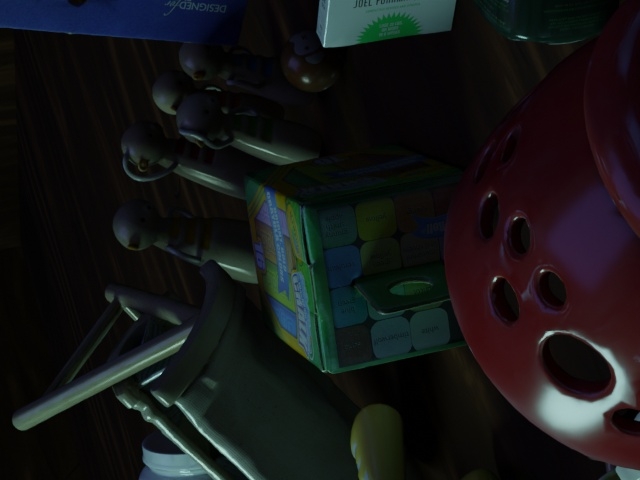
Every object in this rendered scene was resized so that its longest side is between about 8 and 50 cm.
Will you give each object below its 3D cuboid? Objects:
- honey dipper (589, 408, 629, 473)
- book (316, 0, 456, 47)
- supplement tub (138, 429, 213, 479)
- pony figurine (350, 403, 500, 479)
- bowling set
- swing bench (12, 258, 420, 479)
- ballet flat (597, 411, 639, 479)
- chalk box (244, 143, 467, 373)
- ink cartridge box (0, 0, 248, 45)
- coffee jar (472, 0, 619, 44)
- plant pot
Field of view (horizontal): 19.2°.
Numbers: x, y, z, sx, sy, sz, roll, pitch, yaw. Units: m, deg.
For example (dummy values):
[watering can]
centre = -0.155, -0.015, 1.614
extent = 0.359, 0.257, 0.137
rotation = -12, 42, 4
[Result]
[honey dipper]
centre = 0.188, 0.173, 1.169
extent = 0.030, 0.030, 0.161
rotation = -167, 64, -73
[book]
centre = 0.049, -0.199, 1.286
extent = 0.144, 0.096, 0.035
rotation = 96, 158, -46
[supplement tub]
centre = -0.133, 0.321, 2.195
extent = 0.144, 0.144, 0.200
rotation = -149, 51, -70
[pony figurine]
centre = 0.071, 0.338, 1.325
extent = 0.363, 0.302, 0.351
rotation = -98, 13, -67
[bowling set]
centre = -0.080, -0.120, 1.645
extent = 0.287, 0.154, 0.200
rotation = -96, 25, -55
[swing bench]
centre = -0.072, 0.158, 1.585
extent = 0.253, 0.165, 0.254
rotation = 47, 147, -21
[ballet flat]
centre = 0.190, 0.120, 1.008
extent = 0.247, 0.087, 0.083
rotation = 99, 155, -51
[chalk box]
centre = 0.038, 0.013, 1.404
extent = 0.213, 0.132, 0.132
rotation = -154, 55, -70
[ink cartridge box]
centre = -0.161, -0.293, 1.461
extent = 0.072, 0.303, 0.307
rotation = -132, 49, -55
[coffee jar]
centre = 0.126, -0.208, 1.038
extent = 0.096, 0.079, 0.184
rotation = -116, 21, -53
[plant pot]
centre = 0.168, -0.017, 0.820
extent = 0.174, 0.191, 0.191
rotation = 119, 138, -57
